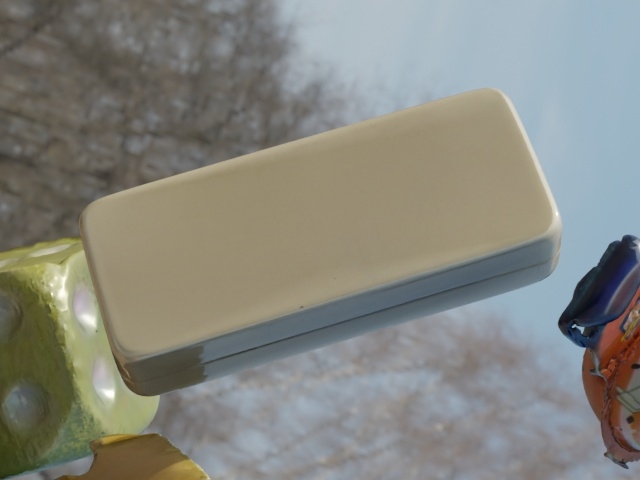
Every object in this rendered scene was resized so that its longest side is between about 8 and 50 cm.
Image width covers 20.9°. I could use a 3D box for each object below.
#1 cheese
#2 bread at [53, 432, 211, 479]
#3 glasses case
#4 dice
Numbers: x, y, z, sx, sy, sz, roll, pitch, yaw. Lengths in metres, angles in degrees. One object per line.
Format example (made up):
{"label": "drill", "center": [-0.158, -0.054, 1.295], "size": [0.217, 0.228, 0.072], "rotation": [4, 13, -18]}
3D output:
{"label": "cheese", "center": [0.314, 0.100, 1.624], "size": [0.129, 0.329, 0.217], "rotation": [30, -98, 39]}
{"label": "bread", "center": [-0.149, 0.268, 1.299], "size": [0.211, 0.183, 0.224], "rotation": [-37, -160, -8]}
{"label": "glasses case", "center": [0.000, 0.000, 1.273], "size": [0.076, 0.336, 0.144], "rotation": [83, -10, -63]}
{"label": "dice", "center": [-0.320, 0.126, 1.875], "size": [0.238, 0.233, 0.226], "rotation": [-29, 105, -71]}
